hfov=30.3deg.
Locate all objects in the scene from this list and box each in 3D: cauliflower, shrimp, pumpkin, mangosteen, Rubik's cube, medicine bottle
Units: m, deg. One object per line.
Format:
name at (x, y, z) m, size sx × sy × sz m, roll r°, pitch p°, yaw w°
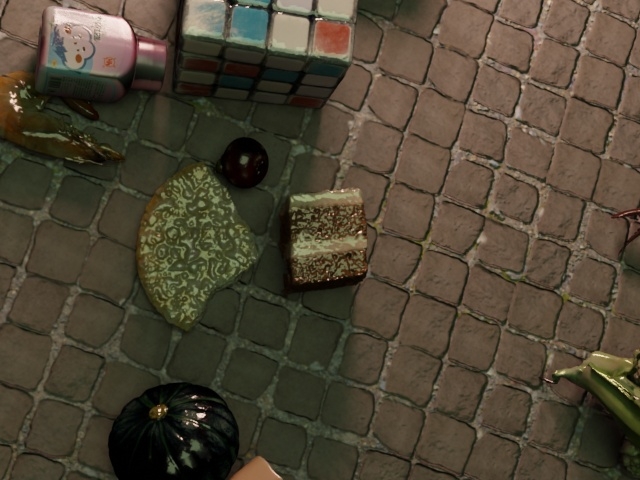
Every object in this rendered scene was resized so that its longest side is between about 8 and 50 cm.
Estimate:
cauliflower at (0.502, 0.236, 1.851) m, size 0.315 × 0.256 × 0.239 m, roll 21°, pitch 79°, yaw 23°
shrimp at (-0.402, -0.185, 1.805) m, size 0.236 × 0.053 × 0.133 m, roll 22°, pitch 55°, yaw -4°
pumpkin at (-0.212, 0.291, 1.695) m, size 0.194 × 0.194 × 0.150 m, roll -18°, pitch 104°, yaw -14°
mangosteen at (-0.120, -0.122, 1.832) m, size 0.080 × 0.081 × 0.081 m, roll 2°, pitch 80°, yaw -12°
Rubik's cube at (-0.086, -0.363, 1.788) m, size 0.258 × 0.253 × 0.256 m, roll 6°, pitch 79°, yaw -12°
medicine bottle at (-0.333, -0.278, 1.796) m, size 0.187 × 0.094 × 0.119 m, roll 6°, pitch 68°, yaw -17°

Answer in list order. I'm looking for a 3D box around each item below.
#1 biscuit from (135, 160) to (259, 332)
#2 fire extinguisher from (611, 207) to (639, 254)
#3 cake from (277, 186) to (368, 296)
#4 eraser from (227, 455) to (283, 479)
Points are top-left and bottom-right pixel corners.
biscuit at (-0.188, 0.009, 1.814) m, size 0.188 × 0.040 × 0.266 m, roll 11°, pitch 80°, yaw -10°
fire extinguisher at (0.615, 0.070, 1.949) m, size 0.147 × 0.106 × 0.337 m, roll -36°, pitch 88°, yaw 10°
cake at (0.000, 0.000, 1.805) m, size 0.134 × 0.135 × 0.147 m, roll -9°, pitch 83°, yaw -11°
eraser at (-0.175, 0.438, 1.685) m, size 0.290 × 0.171 × 0.087 m, roll -38°, pitch 72°, yaw -15°
